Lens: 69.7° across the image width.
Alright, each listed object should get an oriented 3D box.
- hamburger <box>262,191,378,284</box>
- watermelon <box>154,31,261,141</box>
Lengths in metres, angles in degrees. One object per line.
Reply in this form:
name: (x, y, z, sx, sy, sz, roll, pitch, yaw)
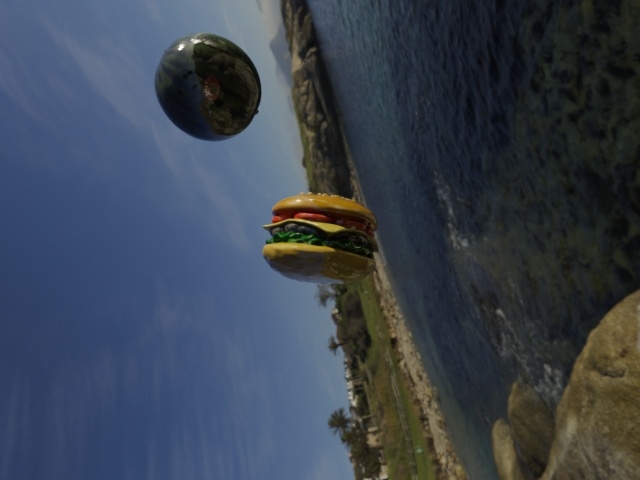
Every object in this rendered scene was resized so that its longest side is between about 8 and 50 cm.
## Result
hamburger: (0.000, 0.000, 0.623, 0.162, 0.161, 0.115, 57, -141, -77)
watermelon: (-0.222, -0.303, 0.926, 0.212, 0.212, 0.212, -16, -90, -86)
